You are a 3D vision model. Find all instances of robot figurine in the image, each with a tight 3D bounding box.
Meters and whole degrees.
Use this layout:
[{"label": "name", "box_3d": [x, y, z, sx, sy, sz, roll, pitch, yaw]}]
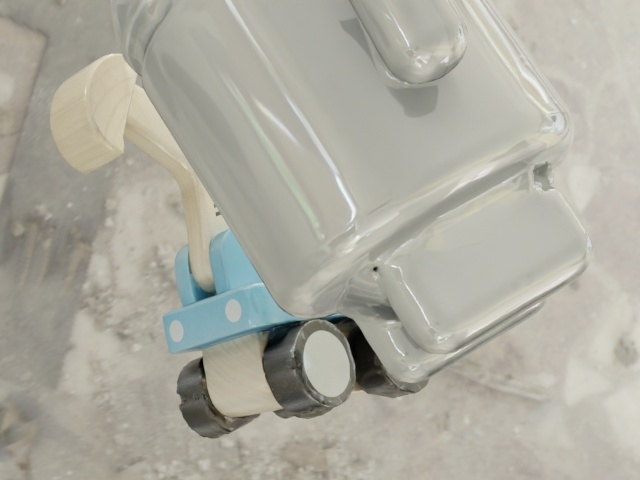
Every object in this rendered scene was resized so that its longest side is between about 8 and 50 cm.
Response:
[{"label": "robot figurine", "box_3d": [0.009, -0.095, 0.687, 0.200, 0.300, 0.353, -28, 78, -20]}]

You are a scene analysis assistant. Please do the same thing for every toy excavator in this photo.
[{"label": "toy excavator", "box_3d": [-0.108, 0.008, 1.434, 0.433, 0.222, 0.445, -2, 75, -46]}]
